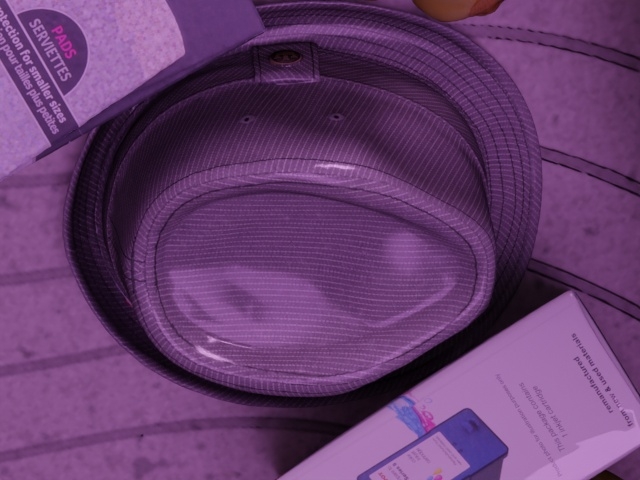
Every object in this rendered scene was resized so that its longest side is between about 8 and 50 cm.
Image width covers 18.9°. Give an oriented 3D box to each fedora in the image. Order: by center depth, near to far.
[{"bbox_3d":[0.000,0.000,1.041,0.275,0.124,0.244,6,110,-10],"label":"fedora"}]

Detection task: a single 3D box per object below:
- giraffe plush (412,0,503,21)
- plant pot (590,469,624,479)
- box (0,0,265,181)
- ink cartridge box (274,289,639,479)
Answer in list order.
[{"bbox_3d":[0.072,-0.198,0.950,0.181,0.170,0.210,-19,112,0],"label":"giraffe plush"},{"bbox_3d":[0.142,0.250,1.122,0.212,0.187,0.212,-34,112,5],"label":"plant pot"},{"bbox_3d":[-0.161,-0.179,0.907,0.163,0.142,0.247,-31,122,-7],"label":"box"},{"bbox_3d":[0.075,0.121,1.072,0.212,0.154,0.093,-32,85,5],"label":"ink cartridge box"}]
